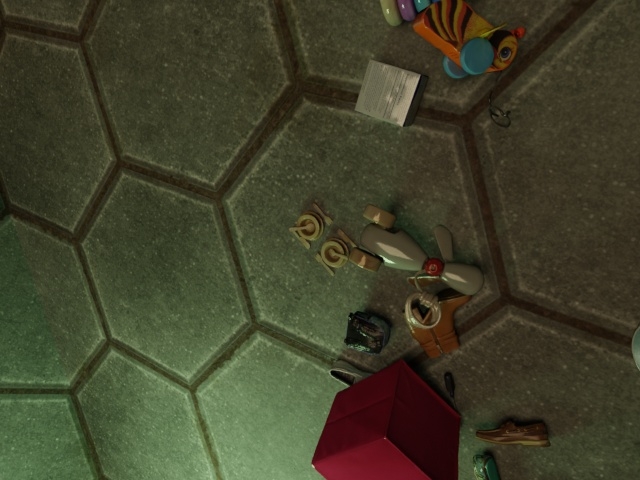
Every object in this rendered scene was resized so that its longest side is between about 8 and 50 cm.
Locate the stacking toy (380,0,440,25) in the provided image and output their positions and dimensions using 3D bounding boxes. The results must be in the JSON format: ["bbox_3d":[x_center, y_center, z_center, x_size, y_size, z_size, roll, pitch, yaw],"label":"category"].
[{"bbox_3d":[0.295,-0.569,0.972,0.330,0.141,0.141,-5,100,23],"label":"stacking toy"}]

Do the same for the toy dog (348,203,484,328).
[{"bbox_3d":[0.229,0.040,1.155,0.333,0.161,0.220,45,104,7],"label":"toy dog"}]

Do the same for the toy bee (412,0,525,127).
[{"bbox_3d":[0.342,-0.414,0.980,0.162,0.298,0.195,-49,39,2],"label":"toy bee"}]

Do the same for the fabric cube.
[{"bbox_3d":[0.179,0.519,1.193,0.254,0.259,0.258,45,123,-9],"label":"fabric cube"}]

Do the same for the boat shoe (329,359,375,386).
[{"bbox_3d":[0.111,0.414,1.351,0.184,0.063,0.066,28,114,20],"label":"boat shoe"}]

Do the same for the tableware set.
[{"bbox_3d":[0.000,0.000,1.319,0.194,0.039,0.128,47,119,10],"label":"tableware set"}]

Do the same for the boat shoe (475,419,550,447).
[{"bbox_3d":[0.489,0.493,1.175,0.178,0.064,0.060,-10,67,29],"label":"boat shoe"}]

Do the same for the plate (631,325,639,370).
[{"bbox_3d":[0.751,0.243,0.948,0.188,0.024,0.188,32,128,53],"label":"plate"}]

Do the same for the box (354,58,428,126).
[{"bbox_3d":[0.172,-0.358,1.115,0.137,0.072,0.126,26,113,21],"label":"box"}]

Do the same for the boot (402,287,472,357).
[{"bbox_3d":[0.328,0.214,1.188,0.197,0.073,0.152,-27,97,29],"label":"boot"}]

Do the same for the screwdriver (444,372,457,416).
[{"bbox_3d":[0.361,0.439,1.251,0.025,0.024,0.170,11,118,57],"label":"screwdriver"}]

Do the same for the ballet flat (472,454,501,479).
[{"bbox_3d":[0.457,0.662,1.237,0.070,0.070,0.188,-14,94,30],"label":"ballet flat"}]

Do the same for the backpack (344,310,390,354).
[{"bbox_3d":[0.137,0.257,1.284,0.114,0.084,0.105,16,109,28],"label":"backpack"}]
